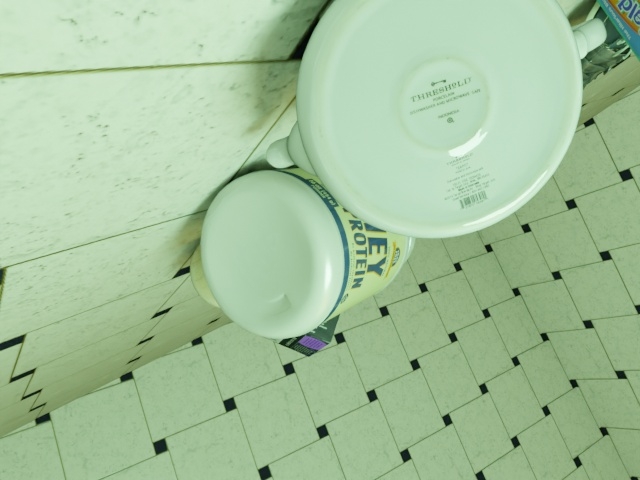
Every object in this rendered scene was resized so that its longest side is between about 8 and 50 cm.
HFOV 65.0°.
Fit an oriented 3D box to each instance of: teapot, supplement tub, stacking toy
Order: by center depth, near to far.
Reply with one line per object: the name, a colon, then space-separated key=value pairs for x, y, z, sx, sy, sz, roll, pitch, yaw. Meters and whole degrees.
teapot: x=0.101 y=-0.133 z=0.476 sx=0.187 sy=0.256 sz=0.252 roll=-85 pitch=-162 yaw=-74
supplement tub: x=0.000 y=0.000 z=0.801 sx=0.235 sy=0.235 sz=0.325 roll=-35 pitch=170 yaw=33
stacking toy: x=-0.157 y=0.061 z=1.025 sx=0.141 sy=0.141 sz=0.330 roll=-30 pitch=176 yaw=-2

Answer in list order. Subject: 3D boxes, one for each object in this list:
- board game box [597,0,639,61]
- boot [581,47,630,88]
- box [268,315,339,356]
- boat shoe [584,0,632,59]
board game box: x=0.334 y=-0.289 z=0.494 sx=0.047 sy=0.160 sz=0.210 roll=-31 pitch=171 yaw=9
boot: x=0.496 y=-0.330 z=1.027 sx=0.338 sy=0.118 sz=0.223 roll=-37 pitch=176 yaw=-47
box: x=-0.023 y=0.080 z=1.046 sx=0.165 sy=0.143 sz=0.270 roll=127 pitch=-14 yaw=-62
boat shoe: x=0.510 y=-0.360 z=0.843 sx=0.254 sy=0.079 sz=0.095 roll=-22 pitch=145 yaw=-44
